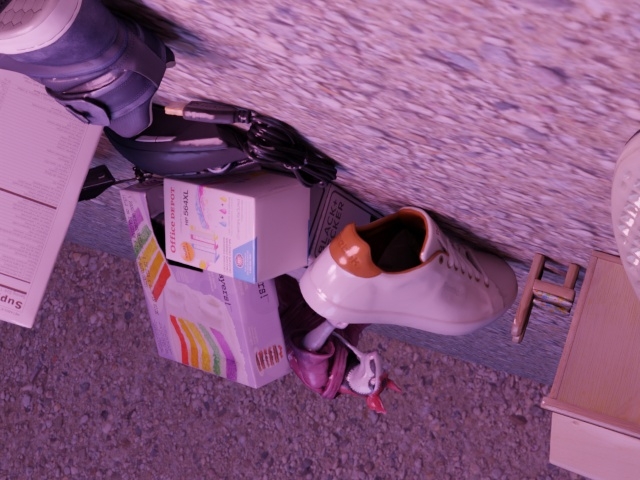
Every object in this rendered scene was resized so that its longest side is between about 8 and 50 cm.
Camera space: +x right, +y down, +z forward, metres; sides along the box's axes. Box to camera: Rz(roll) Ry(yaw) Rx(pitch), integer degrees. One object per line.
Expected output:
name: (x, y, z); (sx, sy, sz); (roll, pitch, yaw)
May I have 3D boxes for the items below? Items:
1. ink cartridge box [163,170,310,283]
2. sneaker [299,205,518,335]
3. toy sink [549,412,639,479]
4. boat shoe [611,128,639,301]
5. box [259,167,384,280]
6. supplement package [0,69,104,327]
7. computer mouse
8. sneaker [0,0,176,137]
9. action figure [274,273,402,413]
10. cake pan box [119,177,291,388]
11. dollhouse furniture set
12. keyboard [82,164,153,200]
ink cartridge box: (-0.093, -0.022, 1.319); (0.143, 0.092, 0.090); (13, -159, 36)
sneaker: (0.125, 0.029, 1.373); (0.290, 0.123, 0.106); (0, -134, -39)
toy sink: (0.384, 0.166, 1.509); (0.152, 0.234, 0.131); (19, 145, 22)
boat shoe: (0.350, 0.052, 0.784); (0.500, 0.156, 0.186); (37, 169, -32)
box: (0.000, 0.000, 1.504); (0.169, 0.087, 0.290); (14, 172, 33)
supplement package: (-0.293, -0.056, 1.171); (0.139, 0.244, 0.134); (21, 173, -16)
computer mouse: (-0.127, -0.092, 1.223); (0.262, 0.060, 0.184); (15, 173, 20)
sneaker: (-0.214, -0.141, 0.957); (0.226, 0.086, 0.163); (11, 167, 39)
action figure: (-0.048, 0.128, 1.814); (0.370, 0.276, 0.248); (44, -162, 15)
cake pan box: (-0.156, 0.046, 1.703); (0.070, 0.267, 0.245); (-23, -158, -37)
dollhouse furniture set: (0.304, 0.119, 1.341); (0.212, 0.161, 0.242); (17, 173, 12)
keyboard: (-0.297, -0.071, 1.618); (0.201, 0.033, 0.317); (-15, -177, -15)
